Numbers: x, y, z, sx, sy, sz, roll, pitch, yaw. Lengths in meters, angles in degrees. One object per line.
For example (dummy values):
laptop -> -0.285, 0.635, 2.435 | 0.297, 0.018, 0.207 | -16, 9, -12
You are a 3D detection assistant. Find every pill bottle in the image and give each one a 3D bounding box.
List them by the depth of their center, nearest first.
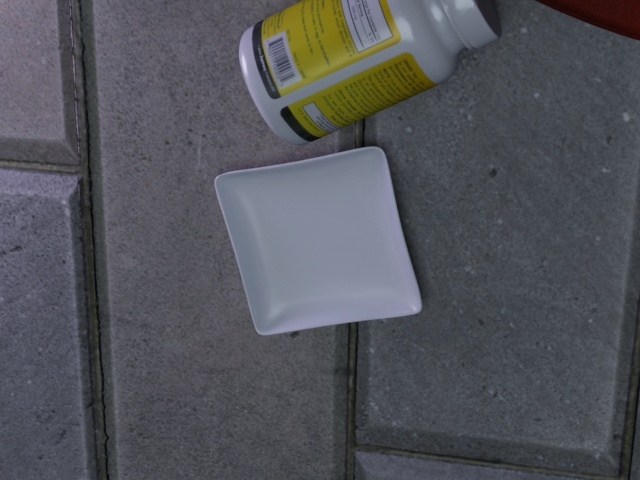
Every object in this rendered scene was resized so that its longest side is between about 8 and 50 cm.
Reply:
pill bottle -> 0.071, -0.276, 1.764 | 0.334, 0.188, 0.188 | -22, 104, 20

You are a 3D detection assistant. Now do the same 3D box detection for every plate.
plate -> 0.000, 0.000, 1.968 | 0.277, 0.045, 0.278 | -9, 109, 18

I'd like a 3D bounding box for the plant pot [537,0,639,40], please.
plant pot -> 0.287, -0.423, 1.564 | 0.236, 0.267, 0.267 | 3, 116, -26
